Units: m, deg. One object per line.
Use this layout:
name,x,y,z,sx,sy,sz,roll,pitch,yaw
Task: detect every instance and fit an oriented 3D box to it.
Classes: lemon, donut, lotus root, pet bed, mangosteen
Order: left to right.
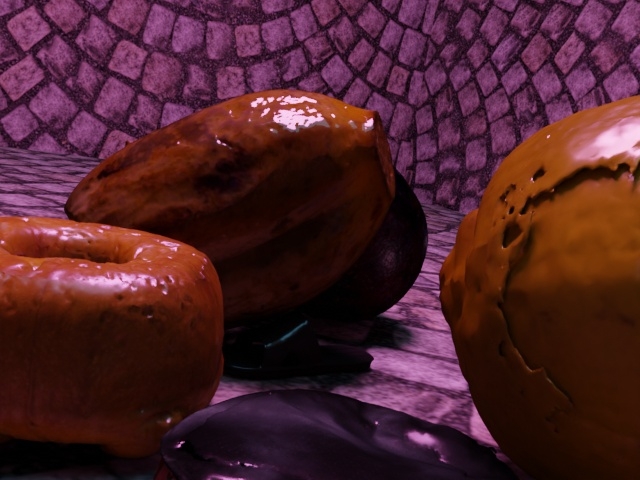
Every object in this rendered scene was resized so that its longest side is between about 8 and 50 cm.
donut,-0.165,0.054,0.500,0.227,0.113,0.226,8,9,-1
lotus root,-0.068,-0.020,0.672,0.291,0.193,0.193,-24,8,2
mangosteen,0.009,-0.001,0.841,0.216,0.216,0.216,10,8,-1
pet bed,0.014,0.129,0.406,0.201,0.053,0.201,9,9,-1
lemon,0.230,0.041,0.473,0.297,0.297,0.297,10,8,-1

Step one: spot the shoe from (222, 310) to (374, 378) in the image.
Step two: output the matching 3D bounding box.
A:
shoe,-0.018,0.087,0.670,0.159,0.053,0.062,7,11,-36
